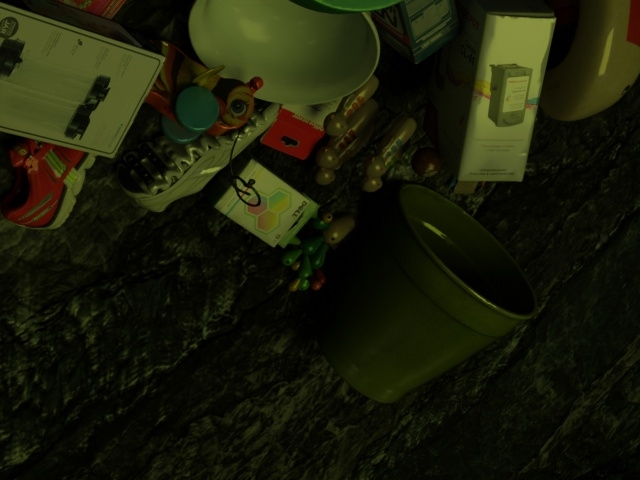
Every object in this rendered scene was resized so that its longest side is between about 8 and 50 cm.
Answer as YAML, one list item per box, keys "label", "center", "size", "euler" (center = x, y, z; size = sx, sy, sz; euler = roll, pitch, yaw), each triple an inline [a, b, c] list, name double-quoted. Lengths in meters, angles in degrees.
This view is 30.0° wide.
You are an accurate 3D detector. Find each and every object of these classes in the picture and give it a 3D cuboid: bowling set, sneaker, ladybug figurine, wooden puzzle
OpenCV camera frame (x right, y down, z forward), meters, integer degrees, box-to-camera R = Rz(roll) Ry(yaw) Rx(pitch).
- label: "bowling set"
  center: [0.097, -0.149, 2.092]
  size: [0.154, 0.200, 0.287]
  euler: [-52, 168, -11]
- label: "sneaker"
  center: [-0.194, -0.151, 1.978]
  size: [0.292, 0.110, 0.118]
  euler: [-33, 149, -4]
- label: "sneaker"
  center: [-0.405, -0.136, 1.786]
  size: [0.118, 0.107, 0.279]
  euler: [7, 117, -36]
- label: "ladybug figurine"
  center: [0.453, -0.423, 2.025]
  size: [0.162, 0.305, 0.449]
  euler: [1, 85, -19]
- label: "wooden puzzle"
  center: [0.317, -0.135, 2.547]
  size: [0.116, 0.014, 0.078]
  euler: [6, 115, -46]

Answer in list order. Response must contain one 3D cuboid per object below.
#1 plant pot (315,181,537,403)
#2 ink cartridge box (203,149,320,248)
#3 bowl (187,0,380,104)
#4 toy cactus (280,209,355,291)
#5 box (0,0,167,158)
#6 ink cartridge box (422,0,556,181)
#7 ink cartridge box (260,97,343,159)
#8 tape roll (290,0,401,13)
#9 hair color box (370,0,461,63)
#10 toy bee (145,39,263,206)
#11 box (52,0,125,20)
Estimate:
- label: "plant pot"
  center: [0.185, 0.136, 2.429]
  size: [0.366, 0.366, 0.353]
  euler: [15, 124, -49]
- label: "ink cartridge box"
  center: [-0.093, -0.062, 2.131]
  size: [0.209, 0.062, 0.109]
  euler: [36, 96, -35]
- label: "bowl"
  center: [-0.048, -0.353, 1.847]
  size: [0.298, 0.134, 0.298]
  euler: [6, 147, 4]
- label: "toy cactus"
  center: [0.000, 0.000, 2.309]
  size: [0.180, 0.112, 0.219]
  euler: [-31, 132, -34]
- label: "box"
  center: [-0.362, -0.221, 1.548]
  size: [0.290, 0.087, 0.169]
  euler: [11, 116, -47]
- label: "ink cartridge box"
  center: [0.285, -0.283, 2.069]
  size: [0.131, 0.226, 0.306]
  euler: [-2, 120, -12]
- label: "ink cartridge box"
  center: [-0.022, -0.264, 2.047]
  size: [0.134, 0.078, 0.231]
  euler: [19, 110, -51]
- label: "tape roll"
  center: [0.036, -0.476, 1.651]
  size: [0.321, 0.077, 0.321]
  euler: [-3, 98, -23]
- label: "hair color box"
  center: [0.108, -0.465, 1.906]
  size: [0.105, 0.174, 0.347]
  euler: [-36, 142, -11]
- label: "toy bee"
  center: [-0.176, -0.215, 1.854]
  size: [0.162, 0.195, 0.298]
  euler: [-53, 124, -23]
- label: "box"
  center: [-0.400, -0.290, 1.624]
  size: [0.257, 0.122, 0.128]
  euler: [-50, 143, 5]
